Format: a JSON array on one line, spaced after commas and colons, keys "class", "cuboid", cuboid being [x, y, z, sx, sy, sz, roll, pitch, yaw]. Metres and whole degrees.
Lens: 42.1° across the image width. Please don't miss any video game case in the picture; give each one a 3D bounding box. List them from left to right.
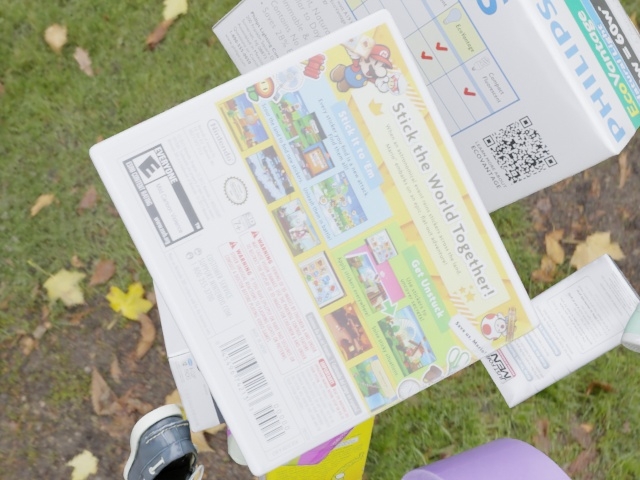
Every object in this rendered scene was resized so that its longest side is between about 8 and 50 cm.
[{"class": "video game case", "cuboid": [0.000, 0.000, 0.523, 0.206, 0.026, 0.227, -27, 93, -6]}]

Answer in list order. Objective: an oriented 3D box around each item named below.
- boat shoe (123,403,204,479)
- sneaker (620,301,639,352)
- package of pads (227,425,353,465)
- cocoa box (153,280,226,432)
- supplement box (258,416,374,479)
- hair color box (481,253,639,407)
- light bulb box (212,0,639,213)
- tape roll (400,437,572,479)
[{"class": "boat shoe", "cuboid": [-0.205, 0.311, 1.120, 0.095, 0.254, 0.079, -18, 58, -30]}, {"class": "sneaker", "cuboid": [0.755, 0.174, 1.679, 0.256, 0.094, 0.151, 15, 73, 36]}, {"class": "package of pads", "cuboid": [-0.023, 0.038, 0.748, 0.101, 0.229, 0.296, 4, 63, -12]}, {"class": "cocoa box", "cuboid": [-0.234, 0.219, 1.911, 0.228, 0.231, 0.347, -16, 32, -9]}, {"class": "supplement box", "cuboid": [-0.032, 0.326, 1.516, 0.195, 0.356, 0.194, -13, 54, -13]}, {"class": "hair color box", "cuboid": [0.553, 0.209, 1.917, 0.374, 0.113, 0.185, -35, 73, 17]}, {"class": "light bulb box", "cuboid": [0.133, -0.211, 0.962, 0.225, 0.361, 0.358, -39, 99, -46]}, {"class": "tape roll", "cuboid": [0.133, 0.248, 0.607, 0.080, 0.189, 0.189, -13, 58, -20]}]
